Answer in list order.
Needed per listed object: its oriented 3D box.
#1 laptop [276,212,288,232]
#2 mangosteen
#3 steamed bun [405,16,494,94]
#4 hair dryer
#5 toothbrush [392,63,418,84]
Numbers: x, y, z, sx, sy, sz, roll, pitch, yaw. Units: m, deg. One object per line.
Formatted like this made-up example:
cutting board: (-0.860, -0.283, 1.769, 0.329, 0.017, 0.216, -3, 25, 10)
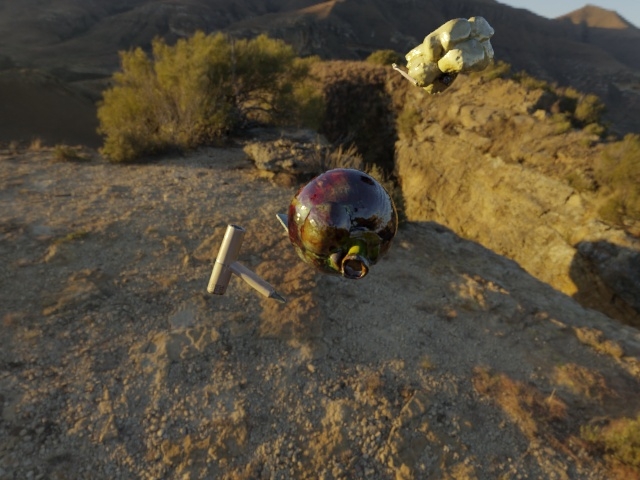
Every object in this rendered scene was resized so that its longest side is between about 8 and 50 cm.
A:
laptop: (0.000, 0.000, 1.166, 0.187, 0.015, 0.269, 54, 24, 19)
mangosteen: (0.049, -0.010, 0.820, 0.232, 0.231, 0.289, 2, 38, -11)
steamed bun: (0.286, -0.399, 0.919, 0.192, 0.106, 0.178, -16, -5, -46)
hair dryer: (-0.179, 0.082, 1.111, 0.220, 0.195, 0.054, 22, 10, 12)
toothbrush: (0.147, -0.292, 0.726, 0.008, 0.006, 0.097, 38, 19, -39)
